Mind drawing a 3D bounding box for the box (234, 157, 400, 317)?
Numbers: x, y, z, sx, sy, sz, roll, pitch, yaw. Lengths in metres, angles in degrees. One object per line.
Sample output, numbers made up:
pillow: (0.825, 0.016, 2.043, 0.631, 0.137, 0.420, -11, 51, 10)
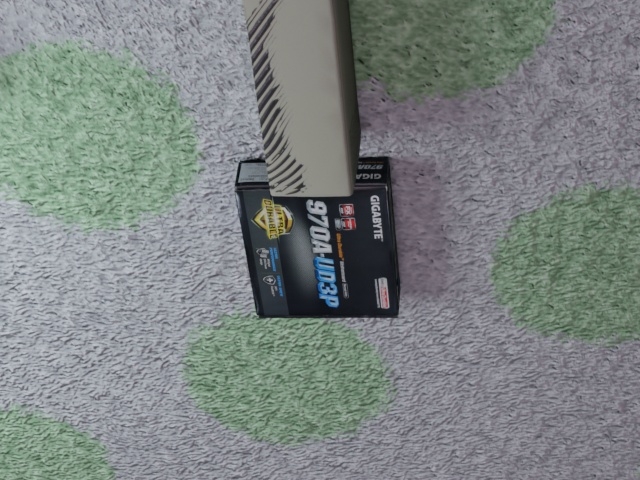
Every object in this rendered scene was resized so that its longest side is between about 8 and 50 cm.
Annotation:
box: (0.000, 0.000, 1.949, 0.175, 0.051, 0.220, 0, 134, 7)

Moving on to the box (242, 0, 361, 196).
box: (-0.016, -0.178, 1.733, 0.094, 0.113, 0.275, 0, 133, 8)
